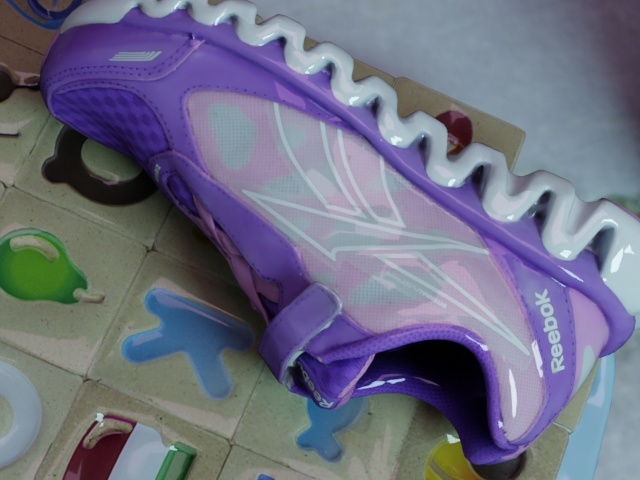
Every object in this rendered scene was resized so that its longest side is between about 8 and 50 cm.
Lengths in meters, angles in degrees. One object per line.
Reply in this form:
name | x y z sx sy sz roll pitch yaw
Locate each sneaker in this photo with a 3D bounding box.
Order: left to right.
sneaker | 0.000 0.000 0.620 0.236 0.095 0.104 28 70 1

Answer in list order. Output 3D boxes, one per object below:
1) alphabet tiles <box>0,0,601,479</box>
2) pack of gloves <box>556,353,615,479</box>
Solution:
alphabet tiles | -0.073 0.027 0.646 0.342 0.011 0.285 24 62 0
pack of gloves | 0.017 0.083 0.663 0.195 0.046 0.232 22 63 -11
